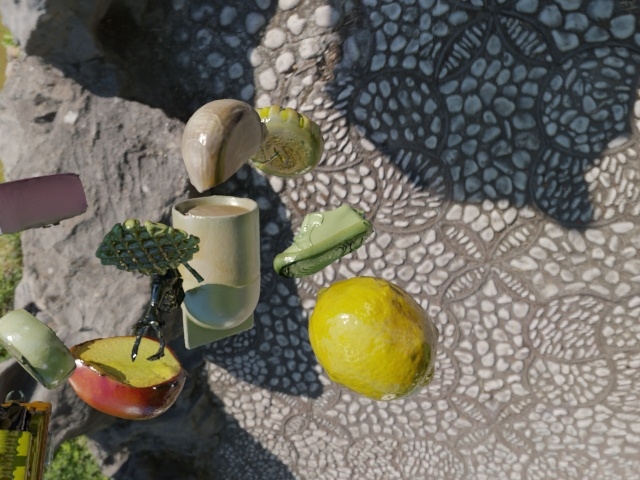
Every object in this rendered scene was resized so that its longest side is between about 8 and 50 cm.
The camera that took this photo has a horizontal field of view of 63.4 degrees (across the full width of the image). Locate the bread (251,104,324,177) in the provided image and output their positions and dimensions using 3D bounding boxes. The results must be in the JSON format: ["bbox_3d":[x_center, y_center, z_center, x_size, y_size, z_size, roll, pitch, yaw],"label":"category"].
[{"bbox_3d":[-0.091,-0.245,1.259,0.213,0.104,0.213,4,145,3],"label":"bread"}]

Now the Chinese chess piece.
[{"bbox_3d":[-0.607,0.232,1.099,0.188,0.083,0.188,27,143,23],"label":"Chinese chess piece"}]

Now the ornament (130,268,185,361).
[{"bbox_3d":[-0.390,0.189,1.240,0.080,0.236,0.202,5,147,-4],"label":"ornament"}]

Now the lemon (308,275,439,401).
[{"bbox_3d":[0.106,0.192,1.025,0.288,0.233,0.233,35,122,-3],"label":"lemon"}]

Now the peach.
[{"bbox_3d":[-0.593,0.424,1.546,0.362,0.257,0.201,12,111,-25],"label":"peach"}]

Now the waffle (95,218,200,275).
[{"bbox_3d":[-0.324,0.018,0.973,0.169,0.036,0.183,17,145,-36],"label":"waffle"}]

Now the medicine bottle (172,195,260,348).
[{"bbox_3d":[-0.287,0.095,1.462,0.236,0.236,0.406,6,108,11],"label":"medicine bottle"}]

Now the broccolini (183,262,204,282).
[{"bbox_3d":[-0.321,0.045,1.202,0.030,0.035,0.140,-44,96,-4],"label":"broccolini"}]

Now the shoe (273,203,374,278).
[{"bbox_3d":[0.003,0.006,1.268,0.262,0.128,0.140,-24,145,-7],"label":"shoe"}]

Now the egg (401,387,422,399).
[{"bbox_3d":[0.184,0.300,1.291,0.183,0.183,0.264,-1,158,15],"label":"egg"}]

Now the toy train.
[{"bbox_3d":[-0.356,0.267,0.576,0.089,0.219,0.127,4,145,-20],"label":"toy train"}]

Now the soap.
[{"bbox_3d":[-0.549,-0.048,0.850,0.259,0.181,0.081,-6,102,21],"label":"soap"}]

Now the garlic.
[{"bbox_3d":[-0.149,-0.165,0.800,0.087,0.195,0.101,1,124,23],"label":"garlic"}]
